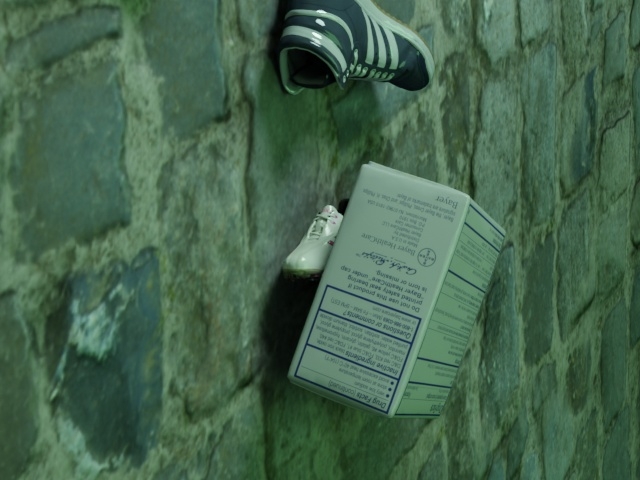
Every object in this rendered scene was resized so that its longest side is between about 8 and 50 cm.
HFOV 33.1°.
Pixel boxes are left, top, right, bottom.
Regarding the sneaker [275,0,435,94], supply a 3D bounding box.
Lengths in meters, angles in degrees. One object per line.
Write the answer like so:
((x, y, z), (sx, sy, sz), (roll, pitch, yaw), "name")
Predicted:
((0.044, -0.230, 1.395), (0.282, 0.099, 0.153), (34, 62, -45), "sneaker")

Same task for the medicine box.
((0.108, 0.077, 1.403), (0.289, 0.149, 0.263), (-70, 159, -2), "medicine box")

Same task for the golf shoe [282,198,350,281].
((0.000, 0.000, 1.402), (0.186, 0.068, 0.085), (-32, 116, -60), "golf shoe")
